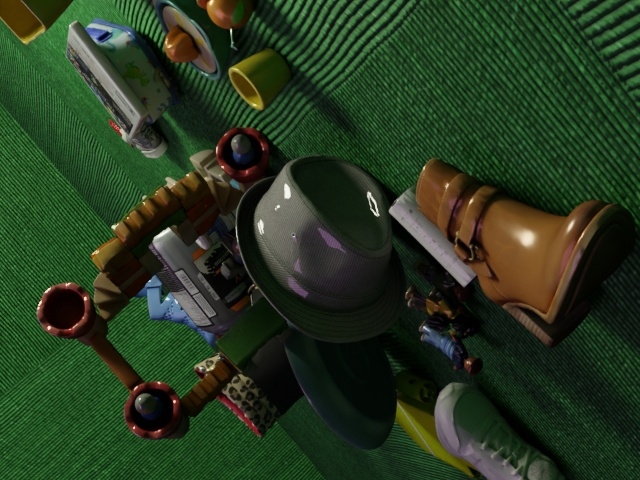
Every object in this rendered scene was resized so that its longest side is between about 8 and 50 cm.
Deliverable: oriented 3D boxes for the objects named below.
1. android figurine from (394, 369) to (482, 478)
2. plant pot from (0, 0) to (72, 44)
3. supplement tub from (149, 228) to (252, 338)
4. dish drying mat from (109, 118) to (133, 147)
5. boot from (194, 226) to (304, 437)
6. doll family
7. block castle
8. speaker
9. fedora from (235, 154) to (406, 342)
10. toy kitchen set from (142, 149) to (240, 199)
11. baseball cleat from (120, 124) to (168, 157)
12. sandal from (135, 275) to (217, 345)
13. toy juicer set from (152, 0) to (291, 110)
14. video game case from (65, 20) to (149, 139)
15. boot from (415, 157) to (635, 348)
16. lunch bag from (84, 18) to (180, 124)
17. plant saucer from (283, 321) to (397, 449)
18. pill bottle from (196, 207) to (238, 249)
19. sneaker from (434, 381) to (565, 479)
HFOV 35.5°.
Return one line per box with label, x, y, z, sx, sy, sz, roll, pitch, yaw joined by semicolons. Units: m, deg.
android figurine;0.215;0.344;1.865;0.248;0.056;0.273;55;162;-23
plant pot;-0.425;-0.439;1.470;0.212;0.187;0.212;50;164;-19
supplement tub;-0.243;0.064;2.165;0.316;0.193;0.193;55;163;-23
dish drying mat;-0.471;-0.253;2.360;0.083;0.008;0.032;42;164;21
boot;-0.128;0.164;1.927;0.377;0.284;0.138;45;164;7
doll family;0.181;0.113;1.399;0.111;0.076;0.193;30;161;38
block castle;-0.182;0.062;1.555;0.303;0.453;0.213;45;171;16
speaker;0.149;-0.007;1.225;0.136;0.055;0.055;45;164;9
fedora;0.017;-0.012;1.330;0.275;0.243;0.124;63;143;32
toy kitchen set;-0.195;-0.053;1.815;0.207;0.166;0.122;29;155;50
baseball cleat;-0.356;-0.227;2.046;0.109;0.072;0.206;36;170;-7
sandal;-0.364;0.150;2.426;0.317;0.138;0.126;42;161;15
toy juicer set;-0.189;-0.306;1.353;0.329;0.089;0.209;34;159;43
video game case;-0.367;-0.270;1.706;0.190;0.022;0.173;52;163;-5
boot;0.197;-0.019;1.024;0.220;0.109;0.283;47;172;19
lunch bag;-0.353;-0.306;1.783;0.219;0.090;0.176;25;153;54
plant saucer;0.044;0.207;1.738;0.317;0.043;0.318;45;-154;-29
pill bottle;-0.196;-0.044;1.921;0.067;0.120;0.067;43;163;17
sneaker;0.301;0.333;1.573;0.305;0.114;0.152;50;151;-20
